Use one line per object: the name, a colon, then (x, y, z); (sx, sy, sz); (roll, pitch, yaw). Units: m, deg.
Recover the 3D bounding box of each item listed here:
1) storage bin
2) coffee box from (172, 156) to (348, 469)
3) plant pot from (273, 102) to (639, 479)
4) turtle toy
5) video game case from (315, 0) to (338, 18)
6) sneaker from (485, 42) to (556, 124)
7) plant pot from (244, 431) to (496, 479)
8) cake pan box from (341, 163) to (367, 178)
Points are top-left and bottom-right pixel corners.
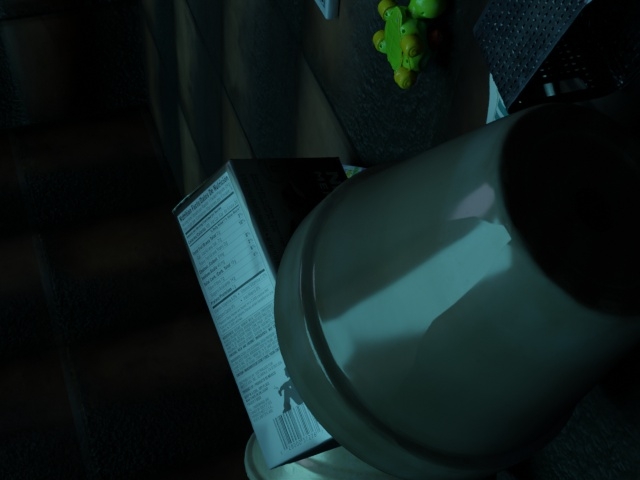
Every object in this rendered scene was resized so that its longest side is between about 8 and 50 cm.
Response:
storage bin: (0.211, -0.185, 0.742); (0.180, 0.122, 0.084); (116, 138, -65)
coffee box: (-0.016, 0.066, 0.992); (0.119, 0.168, 0.297); (-37, 69, 41)
plant pot: (0.159, 0.030, 0.833); (0.280, 0.323, 0.323); (-44, 59, 54)
turtle toy: (0.113, -0.250, 1.125); (0.130, 0.066, 0.095); (99, 153, -52)
video game case: (-0.008, -0.472, 1.435); (0.201, 0.023, 0.183); (94, 156, -49)
sneaker: (0.204, -0.116, 0.940); (0.075, 0.057, 0.161); (-126, 29, -65)
plant pot: (0.078, 0.152, 1.205); (0.334, 0.334, 0.305); (-139, 50, -64)
cake pan box: (0.000, 0.000, 1.425); (0.070, 0.245, 0.267); (36, 177, -19)
